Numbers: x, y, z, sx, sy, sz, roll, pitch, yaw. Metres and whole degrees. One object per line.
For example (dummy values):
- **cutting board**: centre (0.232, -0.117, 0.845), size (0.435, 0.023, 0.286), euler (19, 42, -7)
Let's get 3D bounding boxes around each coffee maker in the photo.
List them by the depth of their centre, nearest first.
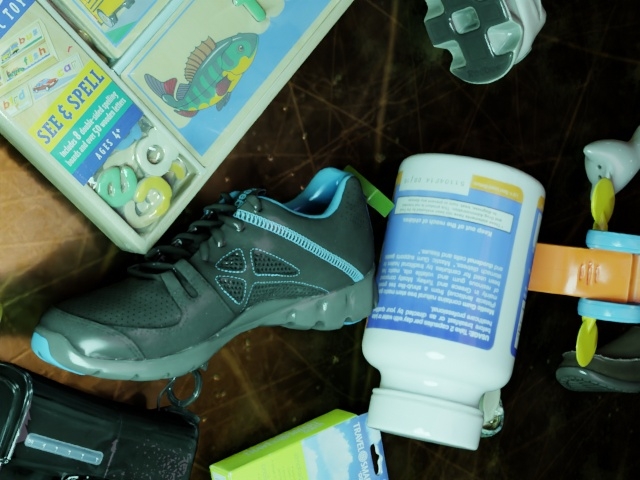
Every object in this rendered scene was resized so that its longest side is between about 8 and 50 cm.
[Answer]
- **coffee maker**: centre (-0.206, 0.164, 1.095), size (0.178, 0.120, 0.171), euler (26, 57, -35)

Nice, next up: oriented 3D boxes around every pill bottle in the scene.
- **pill bottle**: centre (0.125, 0.062, 1.264), size (0.152, 0.152, 0.272), euler (19, 79, -35)

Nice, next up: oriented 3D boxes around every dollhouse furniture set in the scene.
- **dollhouse furniture set**: centre (0.000, 0.000, 1.262), size (0.151, 0.058, 0.076), euler (-50, 130, 2)

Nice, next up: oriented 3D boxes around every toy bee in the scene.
- **toy bee**: centre (0.330, 0.050, 1.397), size (0.195, 0.298, 0.162), euler (-63, 168, 6)

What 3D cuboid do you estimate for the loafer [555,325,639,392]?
- **loafer**: centre (0.358, 0.140, 1.503), size (0.220, 0.080, 0.078), euler (7, 82, -40)

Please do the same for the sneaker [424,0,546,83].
- **sneaker**: centre (0.139, -0.334, 1.278), size (0.146, 0.122, 0.330), euler (-39, 116, -45)

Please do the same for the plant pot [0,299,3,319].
- **plant pot**: centre (-0.388, 0.089, 0.880), size (0.239, 0.254, 0.254), euler (33, 76, -18)

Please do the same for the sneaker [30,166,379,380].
- **sneaker**: centre (-0.098, 0.024, 1.112), size (0.341, 0.125, 0.139), euler (-16, 114, -37)

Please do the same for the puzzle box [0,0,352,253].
- **puzzle box**: centre (-0.128, -0.227, 1.128), size (0.272, 0.052, 0.409), euler (47, 70, -29)

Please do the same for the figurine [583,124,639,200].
- **figurine**: centre (0.398, -0.054, 1.500), size (0.209, 0.092, 0.214), euler (-26, 109, -26)

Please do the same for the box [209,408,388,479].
- **box**: centre (-0.017, 0.241, 1.265), size (0.178, 0.042, 0.109), euler (-19, 106, -33)

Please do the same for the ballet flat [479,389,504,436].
- **ballet flat**: centre (0.164, 0.123, 1.365), size (0.070, 0.070, 0.188), euler (-21, 107, -31)
